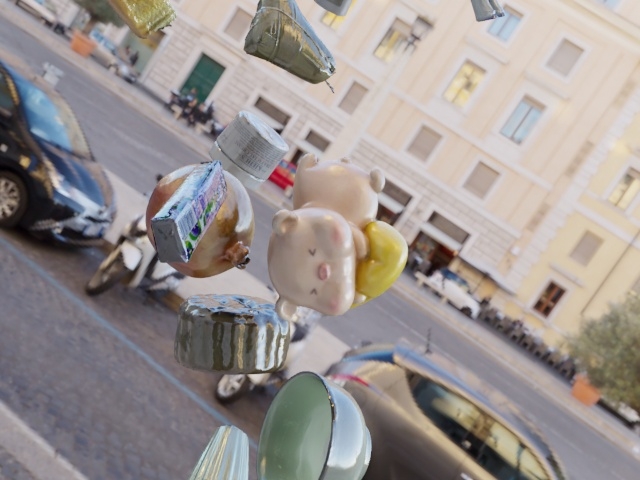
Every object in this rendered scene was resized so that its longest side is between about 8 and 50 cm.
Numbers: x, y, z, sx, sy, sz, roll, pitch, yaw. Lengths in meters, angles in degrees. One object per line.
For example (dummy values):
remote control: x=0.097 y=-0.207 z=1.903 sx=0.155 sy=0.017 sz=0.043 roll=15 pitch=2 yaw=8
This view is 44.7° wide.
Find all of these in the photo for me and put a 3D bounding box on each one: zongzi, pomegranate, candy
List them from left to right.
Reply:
candy: x=-0.236 y=-0.058 z=1.430 sx=0.061 sy=0.088 sz=0.312 roll=-6 pitch=23 yaw=11
pomegranate: x=-0.252 y=-0.032 z=1.726 sx=0.229 sy=0.252 sz=0.270 roll=-26 pitch=50 yaw=-34
zongzi: x=-0.026 y=-0.367 z=1.342 sx=0.189 sy=0.178 sz=0.081 roll=21 pitch=-20 yaw=-25

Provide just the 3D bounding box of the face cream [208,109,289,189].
face cream: x=-0.196 y=-0.251 z=2.149 sx=0.177 sy=0.153 sz=0.177 roll=37 pitch=15 yaw=-12

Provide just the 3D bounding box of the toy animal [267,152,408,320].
toy animal: x=0.018 y=-0.001 z=1.582 sx=0.277 sy=0.345 sz=0.247 roll=10 pitch=7 yaw=36

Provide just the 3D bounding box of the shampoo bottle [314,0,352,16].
shampoo bottle: x=0.064 y=-0.608 z=1.692 sx=0.086 sy=0.227 sz=0.056 roll=37 pitch=29 yaw=17

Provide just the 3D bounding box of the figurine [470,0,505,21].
figurine: x=0.383 y=-0.664 z=1.855 sx=0.133 sy=0.194 sz=0.274 roll=3 pitch=-47 yaw=45

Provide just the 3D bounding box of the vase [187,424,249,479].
vase: x=-0.188 y=0.454 z=1.397 sx=0.128 sy=0.128 sz=0.248 roll=32 pitch=46 yaw=-20

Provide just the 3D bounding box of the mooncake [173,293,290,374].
mooncake: x=-0.215 y=0.228 z=1.933 sx=0.290 sy=0.161 sz=0.290 roll=6 pitch=5 yaw=-1

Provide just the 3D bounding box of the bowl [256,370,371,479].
bowl: x=0.004 y=0.519 z=1.958 sx=0.185 sy=0.354 sz=0.354 roll=19 pitch=12 yaw=-28

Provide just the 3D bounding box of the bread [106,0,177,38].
bread: x=-0.428 y=-0.577 z=1.819 sx=0.169 sy=0.140 sz=0.160 roll=57 pitch=4 yaw=-38
